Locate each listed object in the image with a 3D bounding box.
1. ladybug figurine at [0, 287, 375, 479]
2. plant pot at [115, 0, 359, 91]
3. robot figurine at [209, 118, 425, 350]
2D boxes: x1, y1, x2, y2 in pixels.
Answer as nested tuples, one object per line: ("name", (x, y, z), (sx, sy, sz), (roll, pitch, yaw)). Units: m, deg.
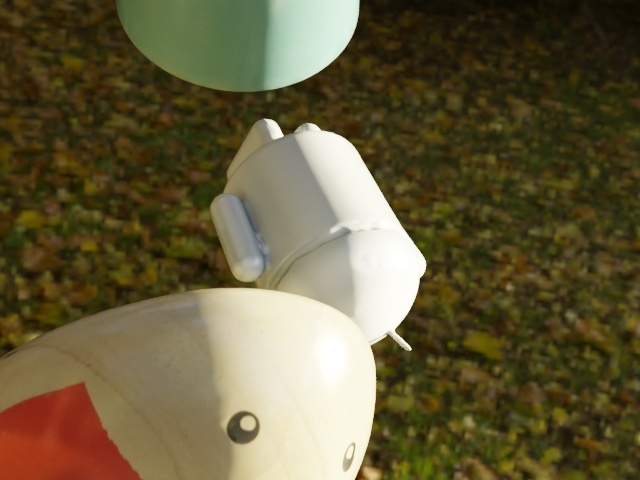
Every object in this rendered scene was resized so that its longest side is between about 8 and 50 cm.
("ladybug figurine", (-0.142, 0.192, 0.928), (0.305, 0.449, 0.161), (18, 49, -37))
("plant pot", (-0.086, -0.353, 1.418), (0.293, 0.235, 0.293), (3, 59, -5))
("robot figurine", (0.000, 0.000, 1.630), (0.300, 0.199, 0.353), (-1, 47, -34))
